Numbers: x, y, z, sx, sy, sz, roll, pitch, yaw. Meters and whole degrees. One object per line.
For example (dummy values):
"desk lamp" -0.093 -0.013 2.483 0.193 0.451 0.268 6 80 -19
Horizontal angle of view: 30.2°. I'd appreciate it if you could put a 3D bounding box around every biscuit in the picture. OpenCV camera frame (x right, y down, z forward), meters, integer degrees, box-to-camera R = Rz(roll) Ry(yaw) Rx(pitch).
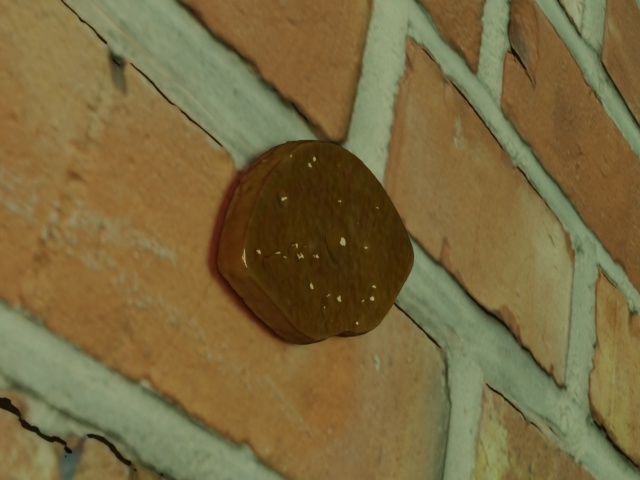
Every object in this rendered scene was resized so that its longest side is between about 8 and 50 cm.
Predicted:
"biscuit" 0.000 0.000 0.824 0.220 0.029 0.142 -7 89 -56
